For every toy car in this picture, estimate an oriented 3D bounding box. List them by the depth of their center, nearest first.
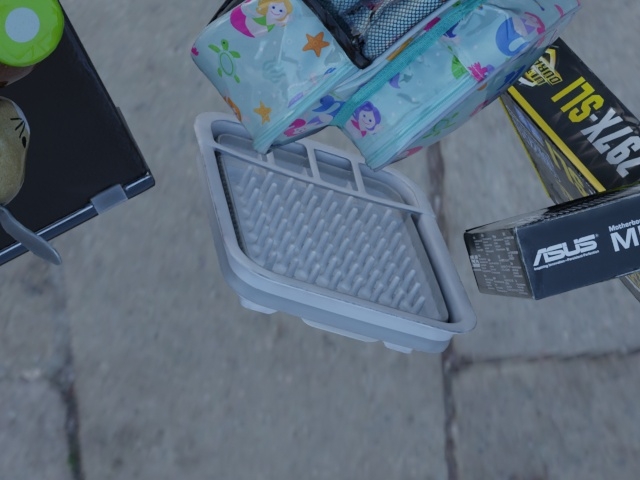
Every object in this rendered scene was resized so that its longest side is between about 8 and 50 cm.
[{"bbox_3d":[-0.210,-0.074,1.193,0.149,0.155,0.188,-30,118,-12],"label":"toy car"}]

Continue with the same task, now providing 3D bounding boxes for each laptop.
[{"bbox_3d":[-0.367,-0.072,1.653,0.382,0.408,0.236,-27,111,-3],"label":"laptop"}]

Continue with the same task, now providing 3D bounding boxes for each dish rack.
[{"bbox_3d":[0.000,0.000,2.004,0.285,0.333,0.072,18,116,-21],"label":"dish rack"}]

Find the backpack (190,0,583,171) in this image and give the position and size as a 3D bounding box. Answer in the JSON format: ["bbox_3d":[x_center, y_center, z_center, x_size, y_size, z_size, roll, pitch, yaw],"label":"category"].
[{"bbox_3d":[0.044,-0.158,1.322,0.253,0.225,0.191,-31,93,24],"label":"backpack"}]

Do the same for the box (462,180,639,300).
[{"bbox_3d":[0.179,-0.012,1.024,0.184,0.191,0.045,-14,91,-3],"label":"box"}]

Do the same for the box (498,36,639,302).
[{"bbox_3d":[0.293,-0.027,1.787,0.079,0.322,0.257,-35,143,-2],"label":"box"}]
